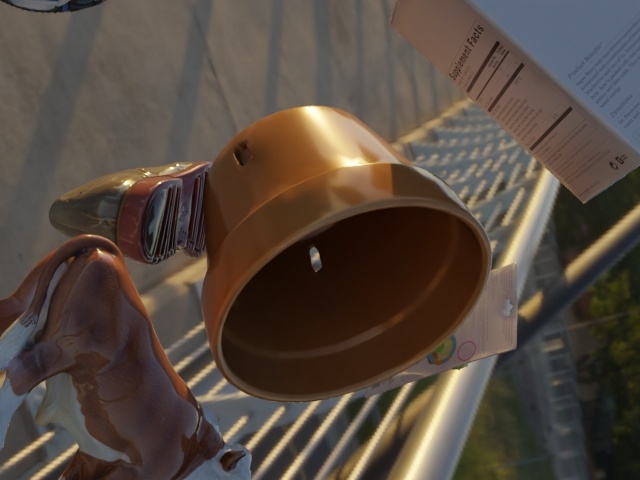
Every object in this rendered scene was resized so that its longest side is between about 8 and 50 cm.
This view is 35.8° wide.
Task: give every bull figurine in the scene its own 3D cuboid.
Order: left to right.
[{"bbox_3d":[-0.173,0.147,0.801,0.188,0.101,0.310,-37,120,-28],"label":"bull figurine"}]

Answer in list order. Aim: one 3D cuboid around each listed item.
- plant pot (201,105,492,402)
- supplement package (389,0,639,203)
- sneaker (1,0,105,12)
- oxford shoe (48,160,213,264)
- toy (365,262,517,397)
[{"bbox_3d":[0.000,0.000,1.022,0.291,0.291,0.203,48,11,-50],"label":"plant pot"},{"bbox_3d":[0.242,-0.213,1.003,0.293,0.177,0.175,44,-10,5],"label":"supplement package"},{"bbox_3d":[-0.268,-0.265,0.856,0.080,0.211,0.081,-41,156,-46],"label":"sneaker"},{"bbox_3d":[-0.208,-0.046,1.201,0.348,0.130,0.122,-8,107,-80],"label":"oxford shoe"},{"bbox_3d":[0.168,0.130,1.319,0.056,0.237,0.136,43,40,-35],"label":"toy"}]
